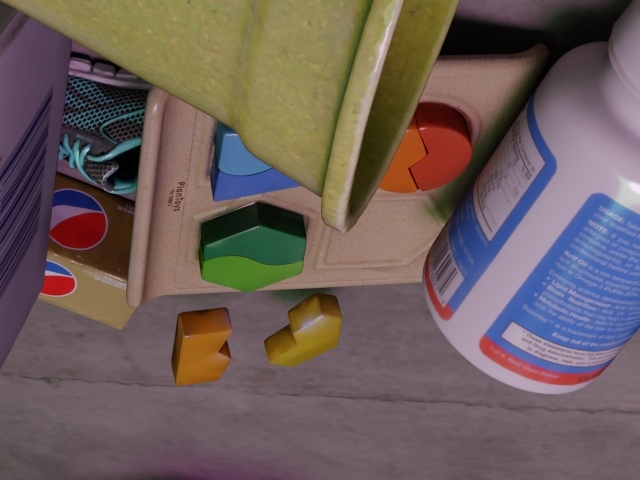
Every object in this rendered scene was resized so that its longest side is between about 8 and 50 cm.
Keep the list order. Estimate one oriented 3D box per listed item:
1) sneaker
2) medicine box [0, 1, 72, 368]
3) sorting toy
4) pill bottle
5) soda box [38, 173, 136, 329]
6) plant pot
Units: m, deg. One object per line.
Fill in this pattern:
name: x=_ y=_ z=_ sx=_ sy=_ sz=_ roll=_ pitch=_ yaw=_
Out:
sneaker: x=-0.130 y=-0.063 z=1.089 sx=0.166 sy=0.076 sz=0.065 roll=0 pitch=141 yaw=15
medicine box: x=-0.300 y=-0.063 z=1.014 sx=0.289 sy=0.149 sz=0.263 roll=17 pitch=131 yaw=4
sorting toy: x=0.000 y=0.000 z=1.100 sx=0.229 sy=0.041 sz=0.307 roll=-6 pitch=146 yaw=-14
pill bottle: x=0.155 y=-0.029 z=1.006 sx=0.124 sy=0.124 sz=0.221 roll=21 pitch=130 yaw=-14
soda box: x=-0.195 y=-0.010 z=1.188 sx=0.181 sy=0.061 sz=0.058 roll=21 pitch=143 yaw=-13
plant pot: x=-0.056 y=-0.175 z=0.795 sx=0.254 sy=0.276 sz=0.276 roll=21 pitch=144 yaw=5
